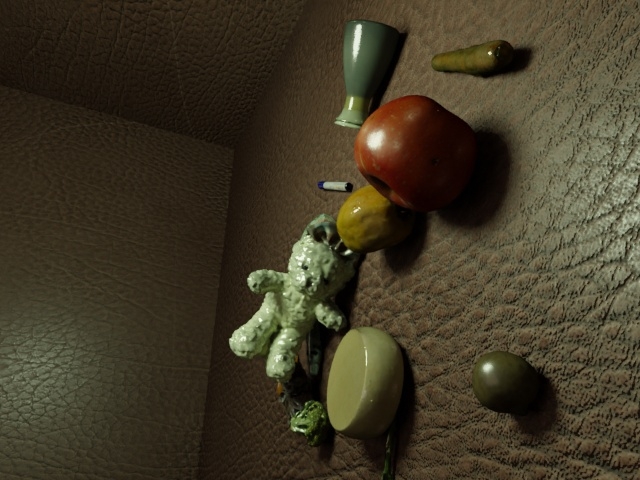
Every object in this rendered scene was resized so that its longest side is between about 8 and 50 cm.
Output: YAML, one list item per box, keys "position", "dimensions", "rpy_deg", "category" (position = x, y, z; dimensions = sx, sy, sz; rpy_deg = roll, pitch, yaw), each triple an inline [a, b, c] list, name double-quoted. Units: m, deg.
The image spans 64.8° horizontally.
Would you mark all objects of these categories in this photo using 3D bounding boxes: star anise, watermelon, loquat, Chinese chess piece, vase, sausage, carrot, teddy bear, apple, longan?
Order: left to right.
- position: [-0.120, 0.490, 1.829]
  dimensions: [0.062, 0.054, 0.183]
  rpy_deg: [22, 98, 40]
  category: "sausage"
- position: [-0.076, 0.488, 1.652]
  dimensions: [0.236, 0.109, 0.223]
  rpy_deg: [-126, 27, -45]
  category: "star anise"
- position: [-0.058, 0.169, 1.494]
  dimensions: [0.362, 0.327, 0.375]
  rpy_deg: [-52, 4, 47]
  category: "teddy bear"
- position: [-0.019, 0.339, 1.650]
  dimensions: [0.060, 0.060, 0.211]
  rpy_deg: [137, 139, -56]
  category: "vase"
- position: [0.000, 0.000, 1.791]
  dimensions: [0.187, 0.071, 0.139]
  rpy_deg: [-48, 42, 37]
  category: "watermelon"
- position: [0.137, -0.520, 1.615]
  dimensions: [0.173, 0.173, 0.321]
  rpy_deg: [-138, 56, -66]
  category: "vase"
- position: [0.105, 0.345, 1.237]
  dimensions: [0.273, 0.102, 0.273]
  rpy_deg: [-164, 90, -75]
  category: "Chinese chess piece"
- position: [0.143, -0.057, 1.295]
  dimensions: [0.234, 0.187, 0.176]
  rpy_deg: [-30, 92, 51]
  category: "loquat"
- position: [0.210, -0.187, 1.100]
  dimensions: [0.216, 0.260, 0.260]
  rpy_deg: [-52, 24, 1]
  category: "apple"
- position: [0.338, -0.417, 1.170]
  dimensions: [0.342, 0.070, 0.070]
  rpy_deg: [-127, 52, -70]
  category: "carrot"
- position: [0.308, 0.239, 0.841]
  dimensions: [0.113, 0.092, 0.113]
  rpy_deg: [-11, 74, 41]
  category: "longan"

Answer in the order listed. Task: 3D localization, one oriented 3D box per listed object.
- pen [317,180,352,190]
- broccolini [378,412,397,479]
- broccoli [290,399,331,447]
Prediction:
- position: [0.050, -0.196, 1.813]
  dimensions: [0.269, 0.033, 0.033]
  rpy_deg: [-160, 83, -68]
  category: "pen"
- position: [0.161, 0.507, 1.159]
  dimensions: [0.057, 0.071, 0.254]
  rpy_deg: [49, -129, -63]
  category: "broccolini"
- position: [-0.027, 0.538, 1.478]
  dimensions: [0.131, 0.120, 0.130]
  rpy_deg: [89, 177, -69]
  category: "broccoli"
